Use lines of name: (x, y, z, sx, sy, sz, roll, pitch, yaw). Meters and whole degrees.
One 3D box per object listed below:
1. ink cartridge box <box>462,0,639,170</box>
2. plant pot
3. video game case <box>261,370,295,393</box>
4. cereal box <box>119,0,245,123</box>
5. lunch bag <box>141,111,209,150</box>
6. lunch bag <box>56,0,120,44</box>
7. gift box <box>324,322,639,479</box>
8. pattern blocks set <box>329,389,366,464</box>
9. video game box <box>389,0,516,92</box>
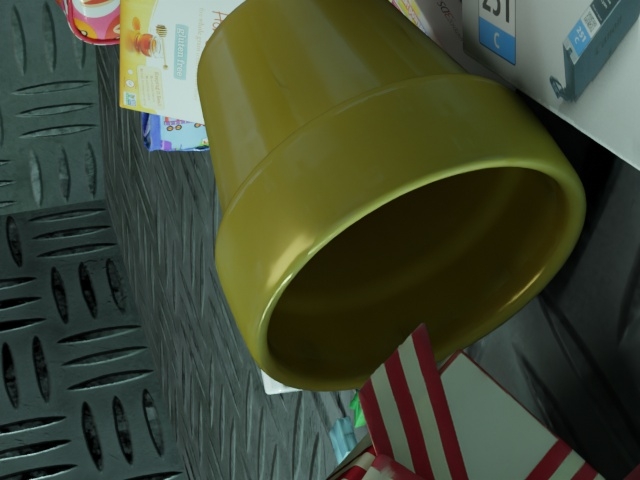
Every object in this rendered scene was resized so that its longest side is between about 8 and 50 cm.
ink cartridge box: (0.169, -0.199, 0.735, 0.296, 0.066, 0.261, -129, 31, -59)
plant pot: (0.026, -0.057, 0.909, 0.254, 0.254, 0.239, 100, 149, -51)
video game case: (-0.028, 0.070, 1.439, 0.227, 0.026, 0.206, 9, -113, -67)
cereal box: (-0.074, -0.183, 1.207, 0.047, 0.240, 0.173, -74, -6, -47)
lunch bag: (-0.084, -0.211, 1.330, 0.138, 0.221, 0.293, -121, 27, -54)
lunch bag: (-0.159, -0.332, 1.399, 0.120, 0.293, 0.258, -124, 28, -46)
gift box: (0.090, 0.225, 0.870, 0.255, 0.276, 0.258, 38, 161, 2)
pattern blocks set: (0.080, 0.328, 1.369, 0.285, 0.026, 0.324, 124, 135, -65)
video game box: (0.094, -0.123, 1.081, 0.187, 0.048, 0.205, 94, 159, -47)
